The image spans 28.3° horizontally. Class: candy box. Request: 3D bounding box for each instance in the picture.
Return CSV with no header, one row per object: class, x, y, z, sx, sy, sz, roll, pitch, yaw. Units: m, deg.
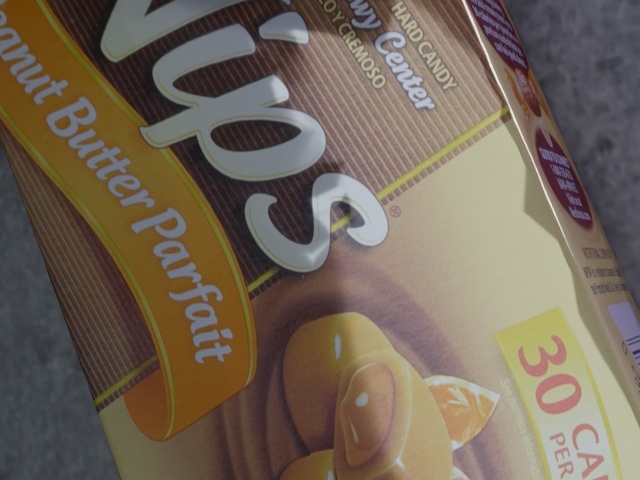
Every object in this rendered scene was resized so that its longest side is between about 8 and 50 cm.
candy box,0.000,0.000,0.464,0.183,0.087,0.316,-25,79,19
